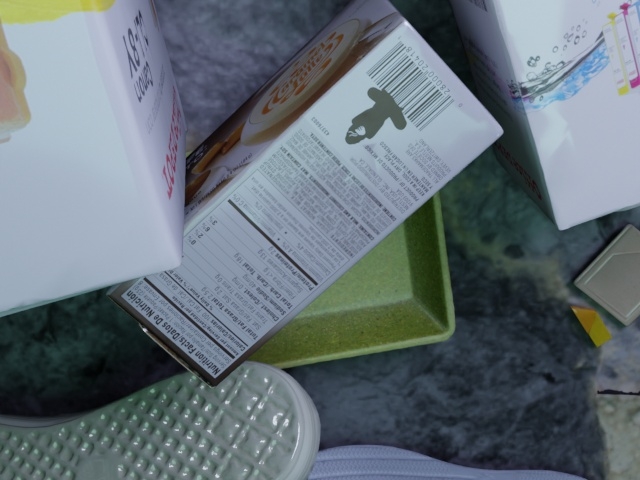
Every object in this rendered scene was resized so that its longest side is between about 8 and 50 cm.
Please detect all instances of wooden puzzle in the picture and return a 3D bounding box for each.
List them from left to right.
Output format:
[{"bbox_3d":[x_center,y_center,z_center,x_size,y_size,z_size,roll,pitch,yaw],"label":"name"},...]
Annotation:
[{"bbox_3d":[0.252,0.029,0.846,0.116,0.014,0.078,-43,113,11],"label":"wooden puzzle"}]

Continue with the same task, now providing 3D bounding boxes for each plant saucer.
[{"bbox_3d":[0.000,0.000,0.794,0.188,0.045,0.188,-10,112,-1],"label":"plant saucer"}]

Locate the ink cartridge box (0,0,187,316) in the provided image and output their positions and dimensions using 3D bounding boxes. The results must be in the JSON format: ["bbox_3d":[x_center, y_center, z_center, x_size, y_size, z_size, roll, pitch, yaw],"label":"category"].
[{"bbox_3d":[-0.197,-0.183,0.581,0.160,0.279,0.384,-13,113,-1],"label":"ink cartridge box"}]

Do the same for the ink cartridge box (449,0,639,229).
[{"bbox_3d":[0.183,-0.159,0.681,0.168,0.171,0.232,-19,112,3],"label":"ink cartridge box"}]

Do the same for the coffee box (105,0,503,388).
[{"bbox_3d":[-0.017,-0.041,0.677,0.246,0.141,0.098,-41,109,12],"label":"coffee box"}]

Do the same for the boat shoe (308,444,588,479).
[{"bbox_3d":[0.107,0.248,0.869,0.302,0.109,0.094,10,114,-11],"label":"boat shoe"}]

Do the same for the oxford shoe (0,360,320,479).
[{"bbox_3d":[-0.205,0.207,0.807,0.449,0.169,0.130,-16,155,9],"label":"oxford shoe"}]
